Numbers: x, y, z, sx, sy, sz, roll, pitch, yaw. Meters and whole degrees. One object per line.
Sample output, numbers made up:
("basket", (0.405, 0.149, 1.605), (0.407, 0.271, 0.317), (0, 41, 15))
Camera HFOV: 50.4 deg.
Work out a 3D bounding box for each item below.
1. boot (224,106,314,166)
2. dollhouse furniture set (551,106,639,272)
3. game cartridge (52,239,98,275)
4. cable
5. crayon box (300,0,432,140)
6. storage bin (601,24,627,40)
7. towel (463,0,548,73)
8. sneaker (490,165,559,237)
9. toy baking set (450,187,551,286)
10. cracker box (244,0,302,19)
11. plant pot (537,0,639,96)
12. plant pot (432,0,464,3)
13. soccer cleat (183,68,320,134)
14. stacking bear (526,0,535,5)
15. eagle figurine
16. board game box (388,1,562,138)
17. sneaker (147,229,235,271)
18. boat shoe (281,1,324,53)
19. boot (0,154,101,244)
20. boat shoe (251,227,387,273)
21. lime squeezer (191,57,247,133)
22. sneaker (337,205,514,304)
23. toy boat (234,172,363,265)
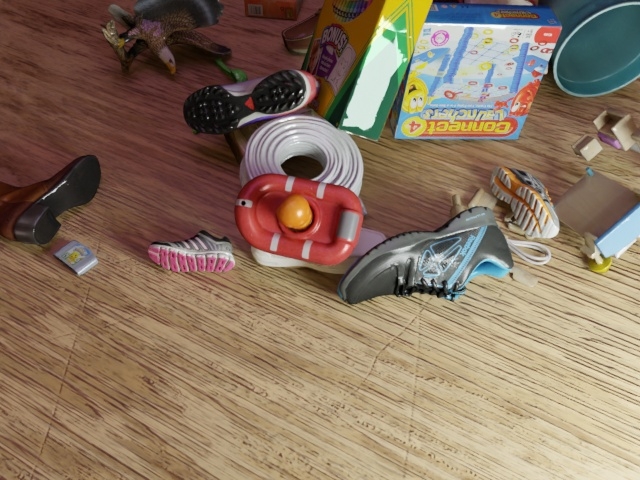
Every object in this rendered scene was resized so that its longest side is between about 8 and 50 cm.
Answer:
("boot", (-0.124, -0.281, 1.586), (0.203, 0.095, 0.262), (-17, 53, -14))
("dollhouse furniture set", (0.617, -0.075, 1.416), (0.303, 0.198, 0.286), (-43, 30, 3))
("game cartridge", (-0.486, 0.032, 1.356), (0.083, 0.017, 0.056), (30, 51, 25))
("cable", (-0.039, -0.147, 1.421), (0.257, 0.089, 0.257), (-7, 63, -11))
("crayon box", (0.076, -0.420, 1.480), (0.106, 0.313, 0.363), (12, 19, -23))
("storage bin", (0.786, -0.513, 1.799), (0.098, 0.091, 0.135), (-26, 52, -22))
("towel", (0.428, -0.504, 1.584), (0.282, 0.049, 0.187), (17, 66, -33))
("sneaker", (0.434, -0.085, 1.394), (0.083, 0.084, 0.215), (-2, 41, -20))
("toy baking set", (0.364, -0.018, 1.386), (0.197, 0.030, 0.256), (5, 48, 5))
("cracker box", (-0.128, -0.754, 2.044), (0.156, 0.067, 0.232), (7, 49, 6))
("plant pot", (0.668, -0.544, 1.690), (0.272, 0.271, 0.255), (-7, 53, -6))
("plant pot", (0.262, -0.538, 1.704), (0.275, 0.275, 0.243), (21, 26, 18))
("soccer cleat", (-0.151, -0.300, 1.480), (0.318, 0.108, 0.116), (-9, 8, 26))
("stacking bear", (0.472, -0.478, 1.730), (0.164, 0.175, 0.289), (24, 56, -19))
("eagle figurine", (-0.398, -0.540, 1.767), (0.298, 0.225, 0.226), (-26, 26, -7))
("board game box", (0.328, -0.366, 1.505), (0.308, 0.302, 0.086), (-1, 49, -7))
("sneaker", (-0.251, 0.017, 1.338), (0.170, 0.063, 0.074), (4, 48, -2))
("boat shoe", (0.046, -0.616, 1.867), (0.324, 0.120, 0.122), (-21, 48, -8))
("boot", (-0.644, -0.106, 1.459), (0.280, 0.096, 0.264), (11, 55, 20))
("boat shoe", (0.000, 0.000, 1.326), (0.277, 0.096, 0.098), (-1, 48, 0))
("lime squeezer", (-0.243, -0.382, 1.709), (0.110, 0.059, 0.310), (3, 48, 3))
("sneaker", (0.198, 0.052, 1.260), (0.341, 0.125, 0.139), (-23, 70, -9))
("toy boat", (-0.044, -0.046, 1.218), (0.231, 0.151, 0.151), (11, 83, 10))
